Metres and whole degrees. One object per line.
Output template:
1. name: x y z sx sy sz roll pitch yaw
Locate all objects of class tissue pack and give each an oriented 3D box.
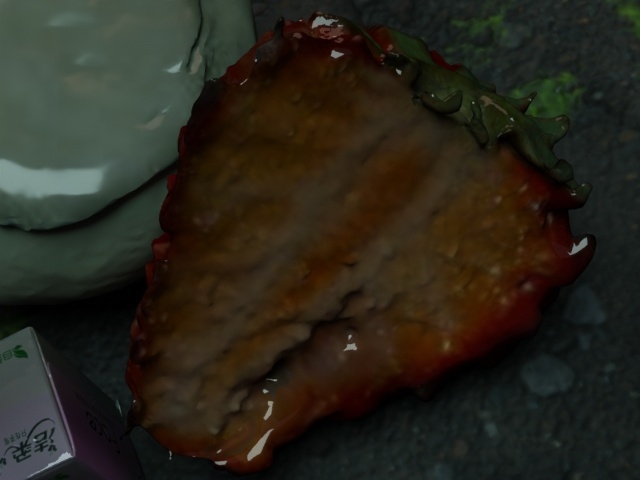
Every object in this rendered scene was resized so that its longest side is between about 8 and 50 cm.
1. tissue pack: -0.244 0.164 0.708 0.246 0.148 0.092 -26 62 0

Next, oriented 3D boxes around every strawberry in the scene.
1. strawberry: 0.018 -0.002 0.723 0.253 0.280 0.150 11 26 -17

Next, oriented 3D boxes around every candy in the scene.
1. candy: -0.176 -0.089 0.786 0.295 0.185 0.296 0 64 -1
